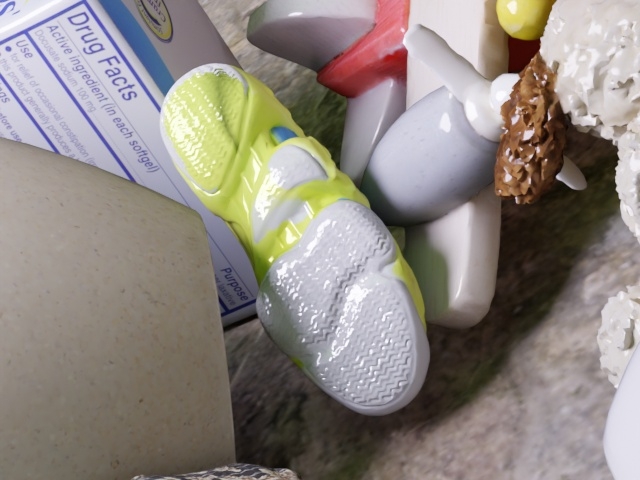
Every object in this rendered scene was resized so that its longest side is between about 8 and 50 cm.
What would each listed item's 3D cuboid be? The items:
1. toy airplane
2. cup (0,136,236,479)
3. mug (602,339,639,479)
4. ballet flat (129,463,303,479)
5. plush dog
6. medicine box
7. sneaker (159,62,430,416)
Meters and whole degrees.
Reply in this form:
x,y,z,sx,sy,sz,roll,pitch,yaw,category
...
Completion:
x,y,z,sx,sy,sz,roll,pitch,yaw,category
0.095,-0.185,1.108,0.384,0.272,0.386,-51,44,8,toy airplane
-0.175,0.079,1.001,0.237,0.331,0.331,-7,31,-7,cup
0.300,0.075,0.596,0.328,0.276,0.374,-38,58,11,mug
0.061,0.174,0.741,0.182,0.164,0.483,-19,16,-26,ballet flat
0.201,-0.069,0.863,0.262,0.210,0.225,-37,55,-4,plush dog
-0.195,-0.047,1.195,0.289,0.263,0.149,-23,33,17,medicine box
0.000,0.000,1.055,0.091,0.126,0.240,-34,72,10,sneaker
